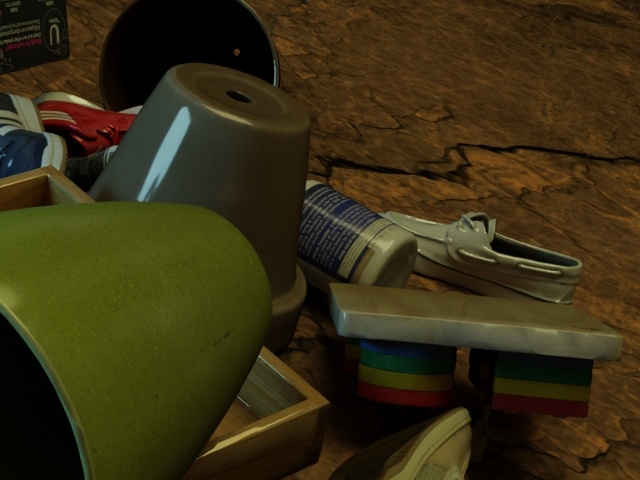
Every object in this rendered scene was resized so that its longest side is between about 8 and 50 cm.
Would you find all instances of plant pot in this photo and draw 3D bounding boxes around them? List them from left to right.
[{"bbox_3d":[-0.170,0.084,1.238,0.275,0.275,0.293,30,34,23],"label":"plant pot"},{"bbox_3d":[-0.112,-0.041,1.719,0.263,0.229,0.263,19,22,-8],"label":"plant pot"},{"bbox_3d":[-0.138,-0.201,2.151,0.215,0.215,0.230,23,7,6],"label":"plant pot"}]

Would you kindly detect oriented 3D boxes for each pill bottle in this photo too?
[{"bbox_3d":[0.000,0.000,1.878,0.187,0.112,0.112,30,23,21],"label":"pill bottle"}]

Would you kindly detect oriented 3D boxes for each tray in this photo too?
[{"bbox_3d":[-0.204,0.085,1.490,0.203,0.076,0.411,-19,44,-37],"label":"tray"}]

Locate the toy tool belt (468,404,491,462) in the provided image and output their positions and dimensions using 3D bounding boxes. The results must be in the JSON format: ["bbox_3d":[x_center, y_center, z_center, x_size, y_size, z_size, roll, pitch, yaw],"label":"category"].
[{"bbox_3d":[0.128,0.180,1.648,0.083,0.051,0.052,-5,33,-48],"label":"toy tool belt"}]

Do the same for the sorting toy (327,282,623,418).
[{"bbox_3d":[0.135,0.107,1.675,0.255,0.089,0.257,5,4,-2],"label":"sorting toy"}]

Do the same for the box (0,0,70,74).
[{"bbox_3d":[-0.429,-0.258,1.958,0.247,0.142,0.163,1,14,24],"label":"box"}]

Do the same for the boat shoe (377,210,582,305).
[{"bbox_3d":[0.183,0.008,2.063,0.258,0.084,0.095,20,22,-2],"label":"boat shoe"}]

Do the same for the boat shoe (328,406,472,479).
[{"bbox_3d":[0.067,0.223,1.448,0.098,0.109,0.302,61,23,-2],"label":"boat shoe"}]

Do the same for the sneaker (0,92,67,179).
[{"bbox_3d":[-0.358,-0.098,1.800,0.153,0.099,0.282,16,15,-25],"label":"sneaker"}]

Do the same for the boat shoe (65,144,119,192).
[{"bbox_3d":[-0.214,-0.068,1.913,0.083,0.065,0.183,-9,-11,20],"label":"boat shoe"}]

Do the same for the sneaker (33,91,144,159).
[{"bbox_3d":[-0.226,-0.102,1.962,0.221,0.087,0.128,6,23,-4],"label":"sneaker"}]
